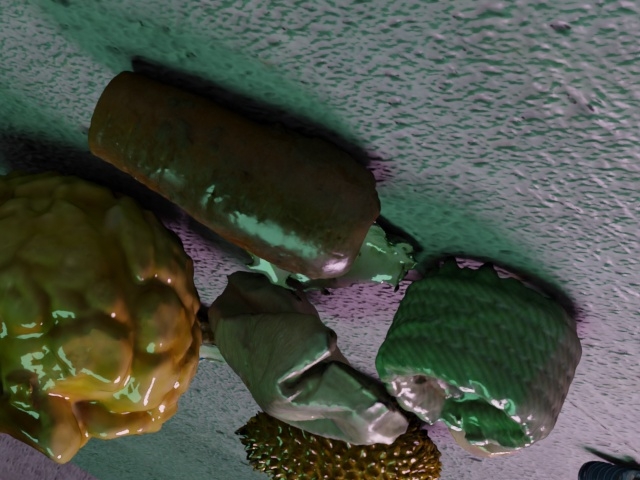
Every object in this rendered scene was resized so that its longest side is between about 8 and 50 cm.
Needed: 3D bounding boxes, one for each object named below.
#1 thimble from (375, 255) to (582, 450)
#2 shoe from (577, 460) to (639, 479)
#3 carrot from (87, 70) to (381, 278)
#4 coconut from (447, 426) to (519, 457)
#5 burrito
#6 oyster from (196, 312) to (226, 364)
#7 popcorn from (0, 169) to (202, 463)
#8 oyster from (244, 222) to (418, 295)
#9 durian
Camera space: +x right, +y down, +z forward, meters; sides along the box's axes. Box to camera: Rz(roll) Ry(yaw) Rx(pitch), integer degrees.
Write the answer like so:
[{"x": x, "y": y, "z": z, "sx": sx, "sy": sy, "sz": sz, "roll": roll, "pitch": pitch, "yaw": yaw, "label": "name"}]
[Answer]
[{"x": 0.178, "y": 0.130, "z": 1.714, "sx": 0.219, "sy": 0.150, "sz": 0.219, "roll": 23, "pitch": 159, "yaw": 9, "label": "thimble"}, {"x": 0.414, "y": 0.332, "z": 2.069, "sx": 0.143, "sy": 0.064, "sz": 0.071, "roll": 16, "pitch": 159, "yaw": 16, "label": "shoe"}, {"x": -0.087, "y": -0.065, "z": 1.568, "sx": 0.302, "sy": 0.138, "sz": 0.138, "roll": 22, "pitch": 160, "yaw": 8, "label": "carrot"}, {"x": 0.221, "y": 0.213, "z": 1.926, "sx": 0.116, "sy": 0.116, "sz": 0.122, "roll": 25, "pitch": 165, "yaw": 1, "label": "coconut"}, {"x": -0.025, "y": 0.151, "z": 1.850, "sx": 0.190, "sy": 0.135, "sz": 0.332, "roll": 58, "pitch": 173, "yaw": -21, "label": "burrito"}, {"x": -0.213, "y": 0.144, "z": 2.314, "sx": 0.223, "sy": 0.083, "sz": 0.214, "roll": 7, "pitch": 169, "yaw": -2, "label": "oyster"}, {"x": -0.321, "y": 0.082, "z": 1.954, "sx": 0.390, "sy": 0.354, "sz": 0.344, "roll": 63, "pitch": -167, "yaw": 15, "label": "popcorn"}, {"x": 0.008, "y": 0.005, "z": 1.739, "sx": 0.209, "sy": 0.072, "sz": 0.133, "roll": -12, "pitch": 136, "yaw": 28, "label": "oyster"}, {"x": 0.030, "y": 0.326, "z": 2.273, "sx": 0.293, "sy": 0.258, "sz": 0.258, "roll": 41, "pitch": 157, "yaw": -12, "label": "durian"}]
